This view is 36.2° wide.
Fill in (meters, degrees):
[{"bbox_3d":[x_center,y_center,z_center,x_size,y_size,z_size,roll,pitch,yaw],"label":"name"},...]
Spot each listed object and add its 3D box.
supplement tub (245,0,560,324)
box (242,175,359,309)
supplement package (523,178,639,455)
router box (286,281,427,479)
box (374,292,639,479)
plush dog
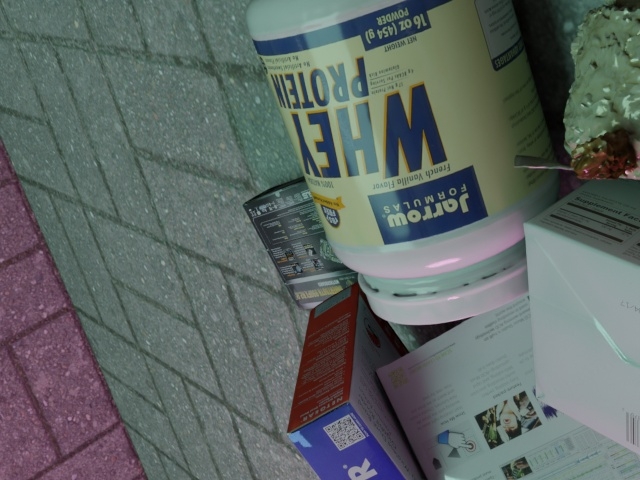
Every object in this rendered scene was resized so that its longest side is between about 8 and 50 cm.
[{"bbox_3d":[0.089,-0.110,0.919,0.235,0.235,0.325,8,124,55],"label":"supplement tub"},{"bbox_3d":[0.000,0.000,1.359,0.231,0.056,0.183,-15,105,61],"label":"box"},{"bbox_3d":[0.322,0.078,0.820,0.262,0.145,0.204,28,138,45],"label":"supplement package"},{"bbox_3d":[0.099,0.256,1.174,0.335,0.082,0.301,55,-164,-16],"label":"router box"},{"bbox_3d":[0.224,0.227,1.022,0.232,0.058,0.322,-32,72,24],"label":"box"},{"bbox_3d":[0.254,-0.155,0.695,0.262,0.210,0.225,15,103,51],"label":"plush dog"}]
